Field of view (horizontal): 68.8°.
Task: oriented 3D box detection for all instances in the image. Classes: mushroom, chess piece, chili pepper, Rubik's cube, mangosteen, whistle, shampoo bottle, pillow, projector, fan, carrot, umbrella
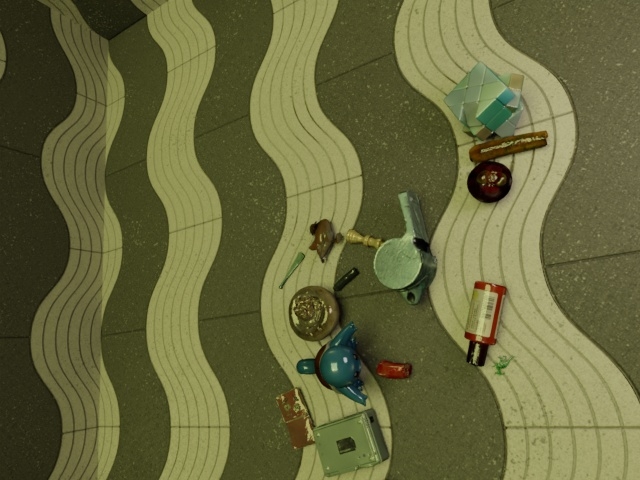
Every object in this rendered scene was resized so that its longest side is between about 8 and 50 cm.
[{"bbox_3d":[-0.033,0.295,1.888,0.226,0.178,0.227,-3,81,22],"label":"mushroom"},{"bbox_3d":[0.187,0.000,1.878,0.172,0.060,0.060,16,90,31],"label":"chess piece"},{"bbox_3d":[0.269,0.478,1.727,0.123,0.073,0.070,-7,110,34],"label":"chili pepper"},{"bbox_3d":[0.590,-0.479,1.628,0.265,0.213,0.224,-45,46,30],"label":"Rubik's cube"},{"bbox_3d":[0.580,-0.204,1.609,0.152,0.152,0.153,-7,77,31],"label":"mangosteen"},{"bbox_3d":[0.333,0.023,1.711,0.188,0.168,0.405,17,90,34],"label":"whistle"},{"bbox_3d":[0.544,0.281,1.565,0.104,0.104,0.278,10,86,33],"label":"shampoo bottle"},{"bbox_3d":[-0.097,0.733,1.926,0.126,0.043,0.233,-33,66,22],"label":"pillow"},{"bbox_3d":[0.107,0.765,1.757,0.256,0.099,0.192,-28,68,26],"label":"projector"},{"bbox_3d":[-0.131,0.135,2.077,0.038,0.016,0.193,41,102,34],"label":"fan"},{"bbox_3d":[0.655,-0.327,1.634,0.260,0.070,0.070,-9,76,29],"label":"carrot"},{"bbox_3d":[0.103,0.161,1.913,0.133,0.031,0.036,-42,60,20],"label":"umbrella"}]

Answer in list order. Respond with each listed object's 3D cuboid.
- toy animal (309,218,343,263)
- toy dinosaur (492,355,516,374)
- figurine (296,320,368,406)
[{"bbox_3d":[0.000,0.000,1.986,0.179,0.089,0.188,8,85,50],"label":"toy animal"},{"bbox_3d":[0.609,0.415,1.549,0.083,0.021,0.062,-11,82,34],"label":"toy dinosaur"},{"bbox_3d":[0.069,0.457,1.751,0.416,0.243,0.298,142,132,-67],"label":"figurine"}]
